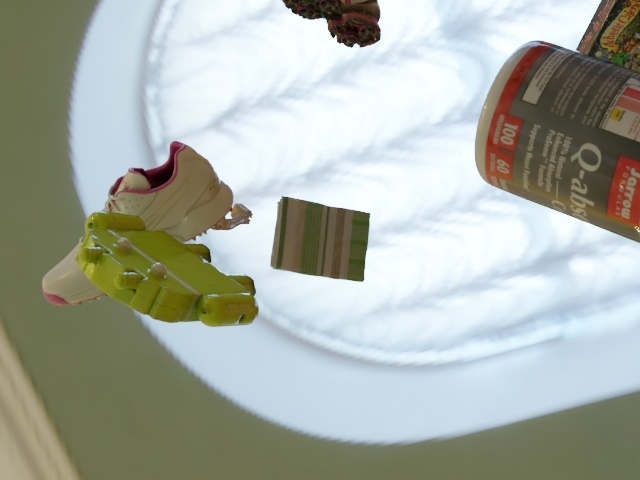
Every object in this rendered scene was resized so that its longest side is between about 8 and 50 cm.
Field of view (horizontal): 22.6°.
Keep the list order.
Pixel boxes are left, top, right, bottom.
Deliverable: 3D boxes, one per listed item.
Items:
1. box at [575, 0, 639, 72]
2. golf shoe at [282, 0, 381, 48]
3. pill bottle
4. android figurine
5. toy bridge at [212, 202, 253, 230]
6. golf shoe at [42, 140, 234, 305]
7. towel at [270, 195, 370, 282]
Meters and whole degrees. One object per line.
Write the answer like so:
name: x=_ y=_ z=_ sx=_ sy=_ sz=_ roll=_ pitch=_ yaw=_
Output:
box: x=0.479 y=-0.293 z=2.444 sx=0.159 sy=0.233 sz=0.044 roll=11 pitch=-145 yaw=-20
golf shoe: x=0.005 y=-0.300 z=1.894 sx=0.186 sy=0.067 sz=0.086 roll=31 pitch=-129 yaw=-50
pill bottle: x=0.402 y=-0.113 z=2.084 sx=0.210 sy=0.363 sz=0.210 roll=-44 pitch=-34 yaw=-40
android figurine: x=-0.200 y=0.040 z=2.040 sx=0.248 sy=0.056 sz=0.273 roll=35 pitch=-165 yaw=28
toy bridge: x=-0.172 y=-0.038 z=2.451 sx=0.063 sy=0.026 sz=0.188 roll=36 pitch=-160 yaw=36
golf shoe: x=-0.278 y=-0.027 z=2.269 sx=0.140 sy=0.306 sz=0.115 roll=59 pitch=174 yaw=-32
towel: x=0.000 y=0.000 z=2.420 sx=0.152 sy=0.023 sz=0.113 roll=10 pitch=-98 yaw=-21
